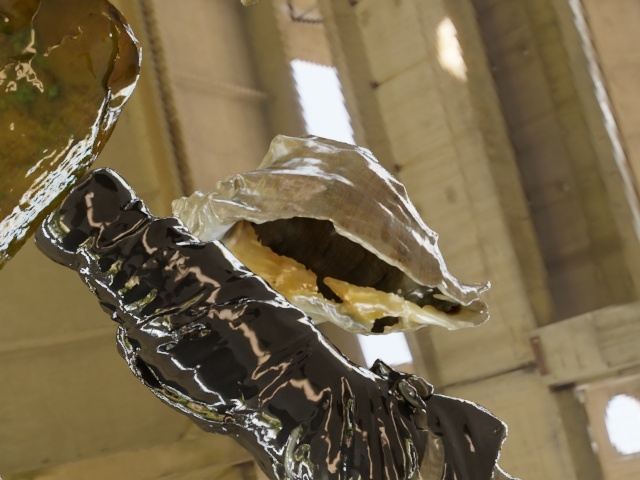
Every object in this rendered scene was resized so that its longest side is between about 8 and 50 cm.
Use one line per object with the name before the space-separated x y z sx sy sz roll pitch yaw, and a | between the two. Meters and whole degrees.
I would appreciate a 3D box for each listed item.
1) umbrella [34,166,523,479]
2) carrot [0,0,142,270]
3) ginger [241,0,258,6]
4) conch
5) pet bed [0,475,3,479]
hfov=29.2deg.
umbrella | -0.004 0.088 0.677 0.358 0.113 0.106 41 -167 0
carrot | -0.130 -0.018 0.387 0.173 0.082 0.082 -46 -70 -6
ginger | 0.023 -0.252 0.674 0.138 0.267 0.152 31 -160 26
conch | -0.001 -0.011 1.153 0.263 0.324 0.186 38 -125 -71
pet bed | -0.406 0.293 1.146 0.183 0.159 0.211 54 -154 19
